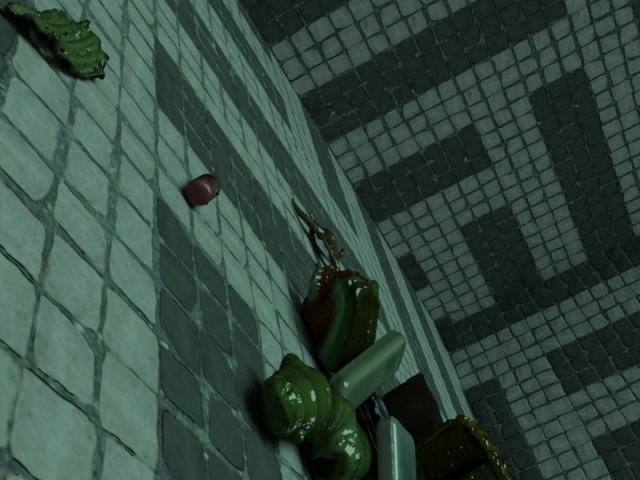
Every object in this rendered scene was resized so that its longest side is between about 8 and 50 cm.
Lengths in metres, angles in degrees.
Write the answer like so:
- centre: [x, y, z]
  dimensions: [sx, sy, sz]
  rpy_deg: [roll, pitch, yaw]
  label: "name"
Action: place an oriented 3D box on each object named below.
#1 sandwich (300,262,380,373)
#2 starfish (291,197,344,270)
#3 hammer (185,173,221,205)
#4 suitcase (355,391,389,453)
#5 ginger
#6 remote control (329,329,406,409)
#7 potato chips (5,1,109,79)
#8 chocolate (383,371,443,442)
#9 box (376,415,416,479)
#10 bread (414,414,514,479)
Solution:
- centre: [0.022, 0.139, 1.359]
  dimensions: [0.109, 0.160, 0.185]
  rpy_deg: [14, 90, -53]
  label: "sandwich"
- centre: [0.007, -0.004, 1.829]
  dimensions: [0.238, 0.057, 0.213]
  rpy_deg: [59, 2, -25]
  label: "starfish"
- centre: [-0.166, -0.073, 1.104]
  dimensions: [0.043, 0.043, 0.083]
  rpy_deg: [62, 8, -8]
  label: "hammer"
- centre: [0.093, 0.328, 1.356]
  dimensions: [0.126, 0.059, 0.086]
  rpy_deg: [68, 11, 16]
  label: "suitcase"
- centre: [0.007, 0.255, 1.009]
  dimensions: [0.290, 0.089, 0.137]
  rpy_deg: [63, 34, -36]
  label: "ginger"
- centre: [0.078, 0.224, 1.289]
  dimensions: [0.309, 0.038, 0.090]
  rpy_deg: [-21, 128, -64]
  label: "remote control"
- centre: [-0.291, -0.230, 0.892]
  dimensions: [0.092, 0.028, 0.207]
  rpy_deg: [60, 8, -7]
  label: "potato chips"
- centre: [0.207, 0.412, 1.595]
  dimensions: [0.112, 0.112, 0.321]
  rpy_deg: [61, 8, -23]
  label: "chocolate"
- centre: [0.108, 0.393, 1.052]
  dimensions: [0.142, 0.044, 0.285]
  rpy_deg: [58, 28, -59]
  label: "box"
- centre: [0.187, 0.388, 1.168]
  dimensions: [0.181, 0.222, 0.096]
  rpy_deg: [53, 0, 35]
  label: "bread"
